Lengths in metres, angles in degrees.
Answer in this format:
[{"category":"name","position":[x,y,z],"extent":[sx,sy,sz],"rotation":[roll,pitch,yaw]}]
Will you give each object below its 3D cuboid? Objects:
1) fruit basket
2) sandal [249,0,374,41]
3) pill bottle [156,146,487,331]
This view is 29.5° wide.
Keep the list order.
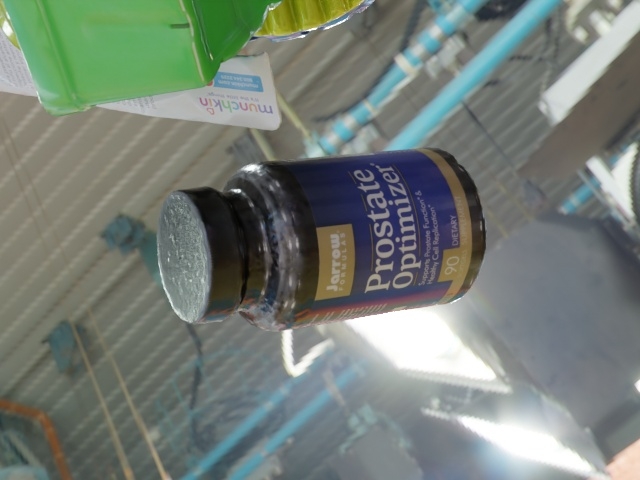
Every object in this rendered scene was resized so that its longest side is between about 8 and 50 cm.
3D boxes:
[{"category":"fruit basket","position":[-0.200,-0.224,0.737],"extent":[0.165,0.353,0.327],"rotation":[-49,-39,-36]},{"category":"sandal","position":[-0.100,-0.212,1.011],"extent":[0.317,0.126,0.138],"rotation":[-5,1,10]},{"category":"pill bottle","position":[0.000,0.000,0.881],"extent":[0.219,0.123,0.123],"rotation":[-8,-43,-29]}]
